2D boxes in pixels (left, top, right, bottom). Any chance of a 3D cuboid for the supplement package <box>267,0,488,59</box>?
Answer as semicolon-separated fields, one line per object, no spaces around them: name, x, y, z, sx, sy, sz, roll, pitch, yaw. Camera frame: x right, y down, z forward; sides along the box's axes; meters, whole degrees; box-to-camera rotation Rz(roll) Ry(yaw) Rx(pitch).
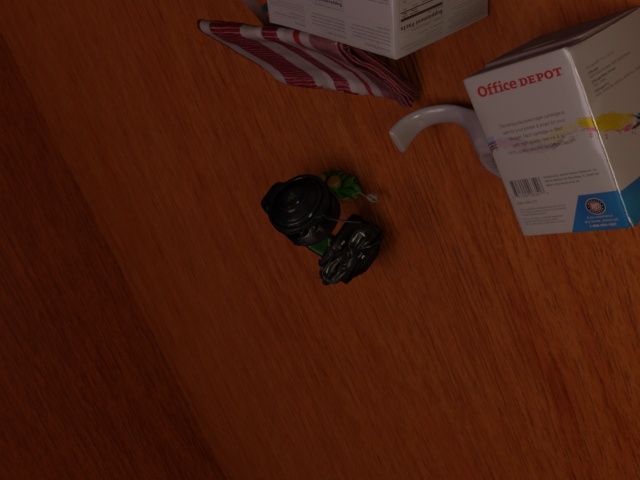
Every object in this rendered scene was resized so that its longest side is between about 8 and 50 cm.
supplement package;0.077;-0.383;1.131;0.262;0.204;0.145;28;137;38

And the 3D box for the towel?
towel;-0.025;-0.299;1.328;0.329;0.237;0.037;19;88;39

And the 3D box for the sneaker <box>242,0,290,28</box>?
sneaker;-0.061;-0.440;1.365;0.302;0.108;0.121;44;144;16

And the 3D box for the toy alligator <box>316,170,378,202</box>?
toy alligator;0.048;-0.109;1.562;0.190;0.051;0.056;11;153;40

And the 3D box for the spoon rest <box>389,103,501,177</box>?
spoon rest;0.240;-0.158;1.219;0.276;0.084;0.137;19;160;38

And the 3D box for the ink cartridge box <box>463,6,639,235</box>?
ink cartridge box;0.332;-0.149;1.017;0.171;0.168;0.232;-4;114;55

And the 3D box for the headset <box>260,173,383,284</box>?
headset;0.000;0.000;1.534;0.243;0.185;0.394;39;168;-17
